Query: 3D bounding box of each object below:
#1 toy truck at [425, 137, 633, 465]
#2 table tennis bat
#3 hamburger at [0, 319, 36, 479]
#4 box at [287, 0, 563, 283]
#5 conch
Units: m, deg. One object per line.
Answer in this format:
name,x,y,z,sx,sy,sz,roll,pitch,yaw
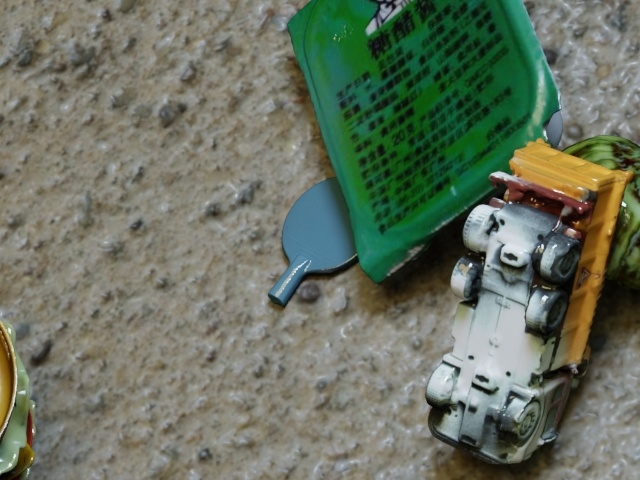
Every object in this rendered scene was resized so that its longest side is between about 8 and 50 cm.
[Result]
toy truck,0.180,0.056,1.685,0.114,0.135,0.270,23,113,30
table tennis bat,0.000,0.000,1.910,0.100,0.019,0.155,27,72,30
hamburger,-0.404,0.180,1.833,0.275,0.212,0.274,3,62,-6
box,0.123,-0.153,1.871,0.264,0.106,0.336,-37,51,29
conch,0.288,-0.039,1.763,0.182,0.124,0.187,-14,50,9
